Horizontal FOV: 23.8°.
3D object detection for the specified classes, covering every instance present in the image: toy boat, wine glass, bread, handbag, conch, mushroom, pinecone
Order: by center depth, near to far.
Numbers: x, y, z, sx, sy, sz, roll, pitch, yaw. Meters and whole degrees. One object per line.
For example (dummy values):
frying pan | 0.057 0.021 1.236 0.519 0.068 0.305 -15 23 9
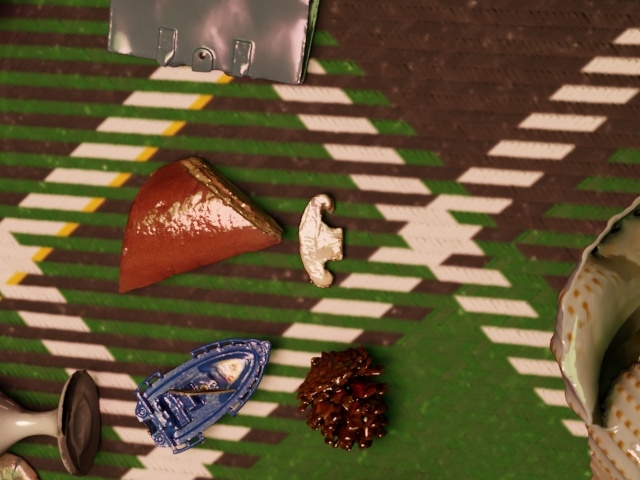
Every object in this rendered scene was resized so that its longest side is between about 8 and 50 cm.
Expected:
conch | 0.351 0.101 1.412 0.319 0.215 0.303 -43 89 -18
pinecone | 0.024 0.164 1.563 0.102 0.102 0.109 -4 121 15
handbag | -0.112 -0.244 1.580 0.221 0.057 0.144 11 104 12
toy boat | -0.123 0.157 1.586 0.175 0.110 0.091 -35 86 13
mushroom | 0.001 0.000 1.587 0.049 0.019 0.101 4 98 15
bread | -0.144 -0.024 1.596 0.192 0.067 0.119 -19 90 15
wine glass | -0.366 0.198 1.645 0.241 0.126 0.126 -1 95 12

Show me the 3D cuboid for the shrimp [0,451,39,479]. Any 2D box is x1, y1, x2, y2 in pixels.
shrimp | -0.387 0.329 1.710 0.195 0.035 0.148 -29 90 13
